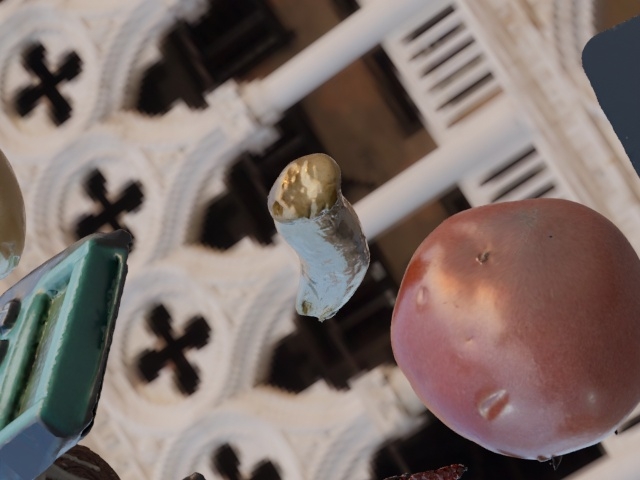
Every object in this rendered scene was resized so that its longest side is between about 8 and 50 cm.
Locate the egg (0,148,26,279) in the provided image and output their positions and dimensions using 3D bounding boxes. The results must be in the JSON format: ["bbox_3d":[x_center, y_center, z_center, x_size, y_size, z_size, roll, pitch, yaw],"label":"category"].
[{"bbox_3d":[-0.458,-0.047,2.055,0.201,0.201,0.244,23,-133,-55],"label":"egg"}]

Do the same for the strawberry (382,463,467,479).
[{"bbox_3d":[0.114,0.297,2.016,0.152,0.104,0.048,-8,-107,-44],"label":"strawberry"}]

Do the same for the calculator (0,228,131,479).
[{"bbox_3d":[-0.275,0.131,1.442,0.058,0.274,0.248,41,-149,-23],"label":"calculator"}]

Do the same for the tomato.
[{"bbox_3d":[0.257,0.106,2.181,0.341,0.341,0.273,-101,-3,-46],"label":"tomato"}]

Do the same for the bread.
[{"bbox_3d":[-0.287,0.303,1.915,0.160,0.073,0.160,33,-143,-29],"label":"bread"}]

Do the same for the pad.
[{"bbox_3d":[0.310,-0.087,1.672,0.055,0.323,0.250,-37,-78,-46],"label":"pad"}]

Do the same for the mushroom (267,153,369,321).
[{"bbox_3d":[0.000,0.000,2.308,0.095,0.122,0.351,54,168,28],"label":"mushroom"}]

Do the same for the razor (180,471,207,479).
[{"bbox_3d":[-0.111,0.322,1.849,0.148,0.090,0.054,38,164,12],"label":"razor"}]
